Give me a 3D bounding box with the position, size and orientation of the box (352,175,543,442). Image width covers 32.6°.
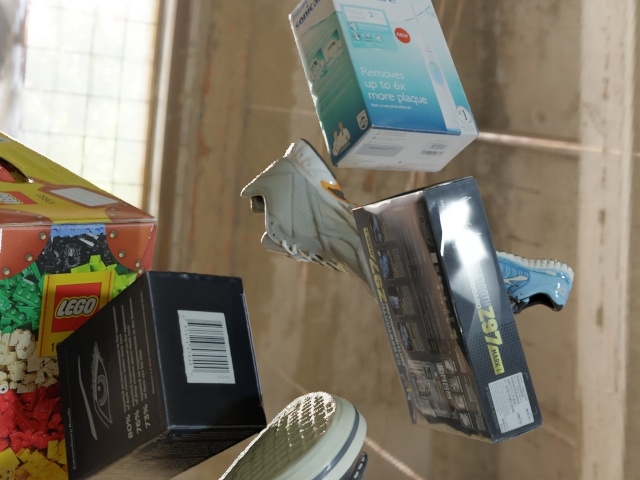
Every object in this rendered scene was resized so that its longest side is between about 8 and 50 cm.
[{"bbox_3d":[0.113,0.065,1.031,0.183,0.059,0.233,166,-92,-70],"label":"box"}]

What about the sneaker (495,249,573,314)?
[{"bbox_3d":[0.249,0.058,1.437,0.063,0.162,0.073,77,21,-66],"label":"sneaker"}]

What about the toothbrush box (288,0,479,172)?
[{"bbox_3d":[0.098,-0.267,1.756,0.126,0.216,0.296,-44,-127,47],"label":"toothbrush box"}]

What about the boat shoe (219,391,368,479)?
[{"bbox_3d":[-0.051,0.291,1.034,0.156,0.187,0.500,40,-38,5],"label":"boat shoe"}]

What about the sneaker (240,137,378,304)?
[{"bbox_3d":[0.000,0.000,1.309,0.262,0.121,0.099,52,-4,37],"label":"sneaker"}]

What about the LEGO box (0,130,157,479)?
[{"bbox_3d":[-0.420,0.082,1.334,0.500,0.193,0.373,25,-69,48],"label":"LEGO box"}]

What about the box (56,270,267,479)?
[{"bbox_3d":[-0.160,0.138,1.053,0.207,0.108,0.153,-34,-121,45],"label":"box"}]
